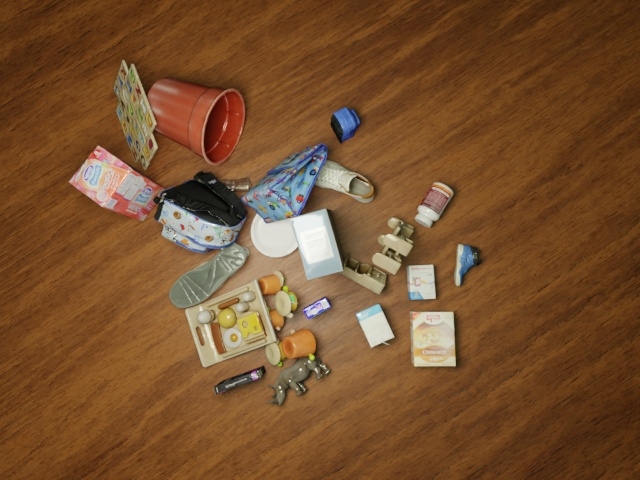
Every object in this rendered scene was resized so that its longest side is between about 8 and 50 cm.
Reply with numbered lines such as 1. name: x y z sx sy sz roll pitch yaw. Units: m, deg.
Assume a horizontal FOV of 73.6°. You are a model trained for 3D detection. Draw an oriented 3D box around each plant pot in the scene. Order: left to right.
1. plant pot: -0.451 -0.440 1.518 0.265 0.272 0.272 22 85 12

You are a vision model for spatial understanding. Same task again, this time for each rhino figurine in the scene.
1. rhino figurine: -0.092 0.487 1.494 0.243 0.073 0.106 -38 71 -1

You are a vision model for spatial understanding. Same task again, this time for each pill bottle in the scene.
1. pill bottle: 0.406 -0.127 1.541 0.086 0.086 0.152 33 85 4

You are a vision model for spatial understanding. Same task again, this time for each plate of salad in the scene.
1. plate of salad: -0.157 -0.036 1.564 0.200 0.048 0.199 -2 81 12

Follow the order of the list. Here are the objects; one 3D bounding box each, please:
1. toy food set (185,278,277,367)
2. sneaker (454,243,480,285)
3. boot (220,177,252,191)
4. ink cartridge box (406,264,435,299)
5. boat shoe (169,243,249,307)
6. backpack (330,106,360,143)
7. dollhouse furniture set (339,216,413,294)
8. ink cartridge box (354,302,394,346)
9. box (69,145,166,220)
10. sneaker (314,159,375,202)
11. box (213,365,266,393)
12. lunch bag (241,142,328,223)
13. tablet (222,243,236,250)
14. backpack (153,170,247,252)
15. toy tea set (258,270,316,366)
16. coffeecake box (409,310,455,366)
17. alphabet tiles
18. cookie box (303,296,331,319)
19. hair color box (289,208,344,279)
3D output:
1. toy food set: -0.309 0.287 1.472 0.306 0.092 0.219 -24 81 19
2. sneaker: 0.528 0.091 1.529 0.085 0.058 0.152 7 78 10
3. boot: -0.312 -0.180 1.590 0.114 0.037 0.106 -3 86 -4
4. ink cartridge box: 0.359 0.148 1.531 0.089 0.052 0.122 -3 83 1
5. boat shoe: -0.393 0.128 1.533 0.320 0.103 0.118 -39 85 1
6. backpack: 0.090 -0.433 1.562 0.101 0.120 0.098 -33 84 -2
7. dollhouse furniture set: 0.193 0.035 1.471 0.161 0.212 0.242 29 112 2
8. ink cartridge box: 0.191 0.303 1.498 0.090 0.092 0.143 -24 84 -1
9. box: -0.676 -0.185 1.462 0.142 0.300 0.154 36 87 4
10. sneaker: 0.067 -0.230 1.542 0.290 0.123 0.105 22 87 5
11. box: -0.276 0.480 1.478 0.162 0.116 0.029 -21 82 -1
12. lunch bag: -0.099 -0.216 1.476 0.138 0.221 0.293 45 63 -23
13. tablet: -0.353 0.008 1.583 0.054 0.006 0.083 -41 84 -3
14. backpack: -0.399 -0.078 1.469 0.263 0.276 0.213 24 122 7
15. toy tea set: -0.113 0.269 1.500 0.124 0.200 0.336 -4 84 -43
16. coffeecake box: 0.392 0.342 1.502 0.142 0.068 0.185 -1 84 2
17. alphabet tiles: -0.664 -0.441 1.524 0.011 0.285 0.342 -18 83 -40
18. cookie box: -0.011 0.235 1.502 0.092 0.107 0.040 -29 86 -1
19. hair color box: 0.000 0.000 1.378 0.114 0.374 0.185 -15 92 5
